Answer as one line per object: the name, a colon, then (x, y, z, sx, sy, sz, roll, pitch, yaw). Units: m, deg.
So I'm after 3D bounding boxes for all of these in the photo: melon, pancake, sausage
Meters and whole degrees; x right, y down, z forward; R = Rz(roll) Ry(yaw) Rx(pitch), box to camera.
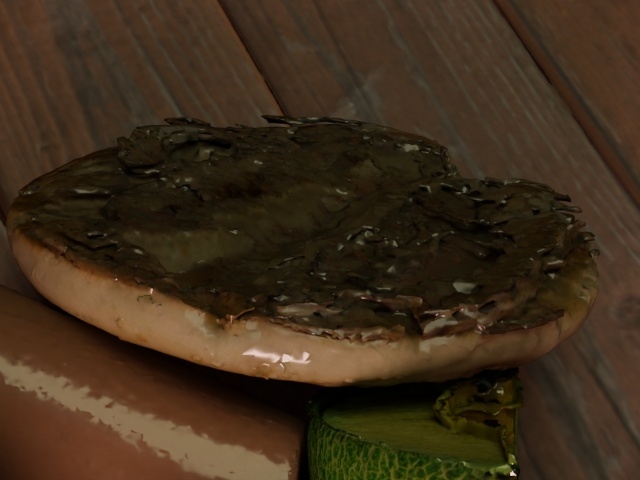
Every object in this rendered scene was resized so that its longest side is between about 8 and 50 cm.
melon: (0.058, 0.173, 1.166, 0.129, 0.169, 0.265, 0, 7, 5)
pancake: (0.000, -0.001, 1.285, 0.382, 0.071, 0.382, 5, 24, -2)
sausage: (-0.116, 0.126, 1.198, 0.252, 0.123, 0.123, 23, 50, 4)
